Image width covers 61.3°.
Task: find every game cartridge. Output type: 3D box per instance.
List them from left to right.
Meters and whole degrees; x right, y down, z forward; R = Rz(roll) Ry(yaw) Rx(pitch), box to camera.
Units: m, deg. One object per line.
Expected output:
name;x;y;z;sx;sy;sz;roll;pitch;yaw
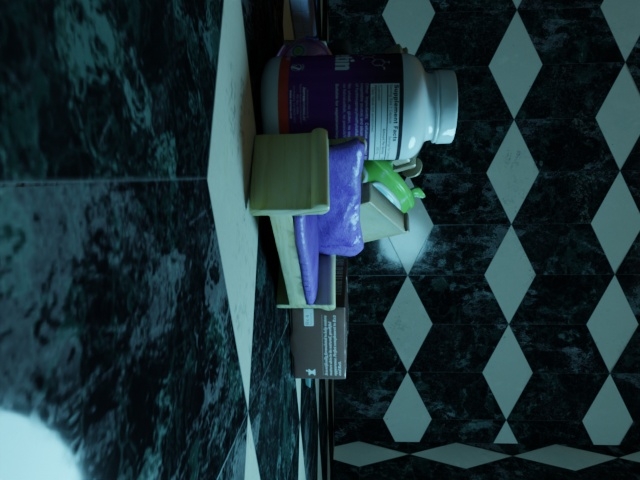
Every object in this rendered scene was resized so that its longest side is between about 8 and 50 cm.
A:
game cartridge;-0.042;-0.713;1.429;0.230;0.068;0.355;69;21;-68

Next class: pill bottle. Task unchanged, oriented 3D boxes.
pill bottle;0.065;-0.230;0.941;0.181;0.323;0.182;-1;90;-87

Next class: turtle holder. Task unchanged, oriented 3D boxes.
turtle holder;0.160;-0.173;1.744;0.243;0.227;0.320;46;-2;36

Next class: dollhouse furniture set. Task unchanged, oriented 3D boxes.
dollhouse furniture set;0.085;-0.191;1.180;0.174;0.303;0.356;34;50;-50

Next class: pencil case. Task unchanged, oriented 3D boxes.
pencil case;-0.026;-0.356;1.180;0.284;0.124;0.124;-55;144;-82

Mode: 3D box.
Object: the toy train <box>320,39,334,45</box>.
toy train;0.009;-0.601;1.797;0.080;0.105;0.184;81;8;-46

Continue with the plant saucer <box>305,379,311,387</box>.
plant saucer;-0.040;0.344;1.614;0.067;0.018;0.192;-83;170;-64

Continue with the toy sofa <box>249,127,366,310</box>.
toy sofa;-0.008;-0.017;0.942;0.362;0.177;0.150;85;5;-58

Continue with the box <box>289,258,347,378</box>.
box;0.006;0.190;1.437;0.381;0.143;0.191;-72;162;-73

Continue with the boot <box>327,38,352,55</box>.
boot;0.070;-0.425;1.517;0.367;0.146;0.445;-40;-150;39

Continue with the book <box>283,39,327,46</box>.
book;-0.029;-0.436;1.262;0.144;0.096;0.035;-65;153;-82
